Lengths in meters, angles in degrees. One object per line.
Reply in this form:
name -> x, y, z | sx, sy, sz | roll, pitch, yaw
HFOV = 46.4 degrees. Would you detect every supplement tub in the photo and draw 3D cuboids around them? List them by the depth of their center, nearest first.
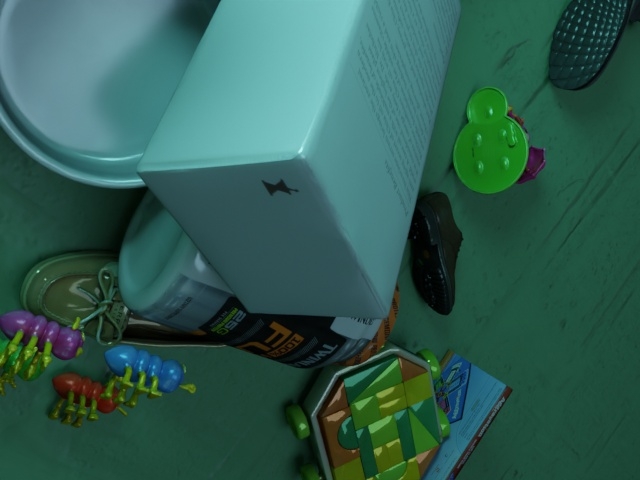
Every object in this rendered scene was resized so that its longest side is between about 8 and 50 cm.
supplement tub -> -0.065, 0.042, 0.911 | 0.316, 0.193, 0.193 | 24, 93, -34

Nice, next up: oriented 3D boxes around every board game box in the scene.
board game box -> 0.210, 0.348, 1.340 | 0.281, 0.145, 0.027 | -55, 134, -5

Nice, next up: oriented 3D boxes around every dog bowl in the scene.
dog bowl -> -0.213, -0.192, 0.774 | 0.265, 0.104, 0.265 | -6, 107, -21

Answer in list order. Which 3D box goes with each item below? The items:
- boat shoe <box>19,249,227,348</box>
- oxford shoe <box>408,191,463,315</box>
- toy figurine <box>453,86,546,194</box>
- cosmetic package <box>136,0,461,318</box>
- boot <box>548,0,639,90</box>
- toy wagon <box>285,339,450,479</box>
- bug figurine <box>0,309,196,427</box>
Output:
boat shoe -> -0.223, 0.081, 0.933 | 0.285, 0.089, 0.104 | 11, 103, -39
oxford shoe -> 0.204, 0.024, 1.242 | 0.096, 0.083, 0.227 | -30, 126, -29
toy figurine -> 0.315, -0.159, 1.251 | 0.159, 0.130, 0.173 | 1, 84, -52
cosmetic package -> 0.014, -0.171, 0.763 | 0.230, 0.161, 0.453 | 60, 38, -46
boot -> 0.539, -0.399, 1.301 | 0.223, 0.118, 0.338 | 10, 107, -45
toy wagon -> 0.078, 0.268, 1.225 | 0.267, 0.068, 0.344 | -20, 113, -19
bug figurine -> -0.280, 0.146, 0.851 | 0.216, 0.279, 0.072 | 27, 58, -27
